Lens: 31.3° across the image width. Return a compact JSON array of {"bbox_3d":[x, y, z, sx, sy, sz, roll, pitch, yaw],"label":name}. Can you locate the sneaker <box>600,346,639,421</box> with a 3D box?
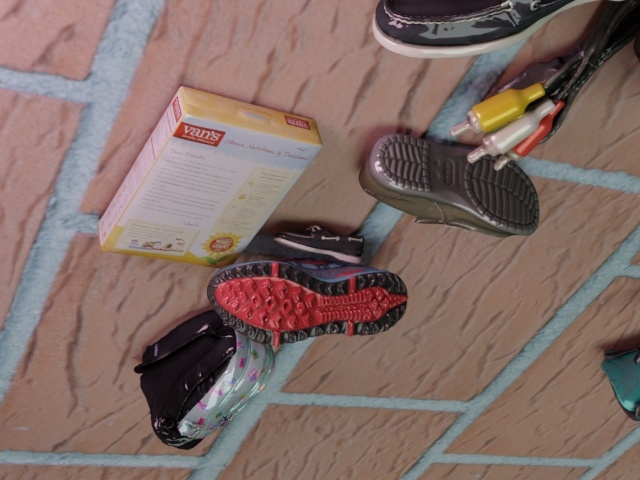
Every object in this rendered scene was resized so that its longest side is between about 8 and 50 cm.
[{"bbox_3d":[0.539,0.190,1.802,0.178,0.124,0.295,-13,146,-17],"label":"sneaker"}]

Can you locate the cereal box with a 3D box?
[{"bbox_3d":[-0.129,-0.063,1.301,0.173,0.047,0.240,11,136,-31],"label":"cereal box"}]

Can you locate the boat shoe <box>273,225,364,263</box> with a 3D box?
[{"bbox_3d":[0.000,0.000,1.436,0.125,0.038,0.046,13,178,-24],"label":"boat shoe"}]

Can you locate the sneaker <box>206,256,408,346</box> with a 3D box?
[{"bbox_3d":[-0.028,0.073,1.449,0.261,0.125,0.104,6,97,-25],"label":"sneaker"}]

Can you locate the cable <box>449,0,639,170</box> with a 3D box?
[{"bbox_3d":[0.284,-0.175,1.267,0.287,0.072,0.139,-34,143,24],"label":"cable"}]

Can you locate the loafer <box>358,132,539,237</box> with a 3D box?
[{"bbox_3d":[0.154,-0.063,1.376,0.251,0.094,0.087,19,158,-24],"label":"loafer"}]

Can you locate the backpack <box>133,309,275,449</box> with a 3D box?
[{"bbox_3d":[-0.152,0.179,1.552,0.182,0.152,0.115,-45,141,18],"label":"backpack"}]

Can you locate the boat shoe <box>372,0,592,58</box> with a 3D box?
[{"bbox_3d":[0.208,-0.270,1.072,0.340,0.127,0.113,-14,143,-3],"label":"boat shoe"}]

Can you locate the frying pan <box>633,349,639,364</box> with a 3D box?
[{"bbox_3d":[0.604,0.063,1.640,0.326,0.053,0.197,-15,117,-10],"label":"frying pan"}]

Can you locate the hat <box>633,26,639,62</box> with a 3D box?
[{"bbox_3d":[0.419,-0.218,1.183,0.331,0.134,0.331,-35,154,-20],"label":"hat"}]
